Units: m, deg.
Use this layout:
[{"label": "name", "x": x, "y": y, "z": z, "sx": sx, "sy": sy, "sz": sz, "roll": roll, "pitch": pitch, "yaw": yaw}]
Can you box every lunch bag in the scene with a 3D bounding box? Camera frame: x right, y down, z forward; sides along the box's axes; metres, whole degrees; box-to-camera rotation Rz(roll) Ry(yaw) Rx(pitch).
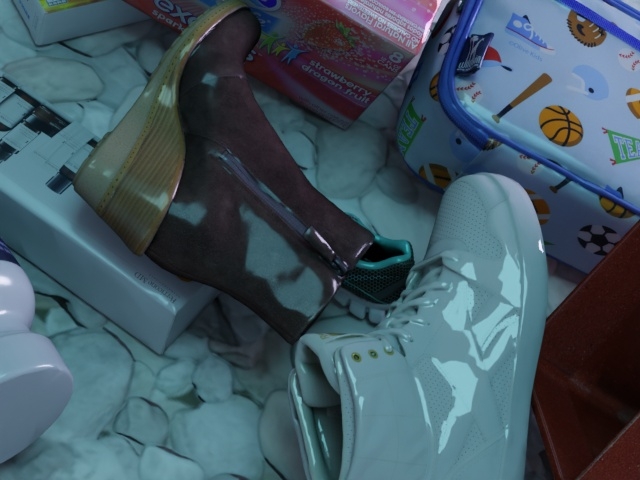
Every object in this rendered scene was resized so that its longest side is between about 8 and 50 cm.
[{"label": "lunch bag", "x": 0.216, "y": -0.106, "z": 1.647, "sx": 0.303, "sy": 0.115, "sz": 0.243, "roll": 31, "pitch": 53, "yaw": -8}]

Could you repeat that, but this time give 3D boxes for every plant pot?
[{"label": "plant pot", "x": 0.327, "y": 0.103, "z": 1.425, "sx": 0.235, "sy": 0.267, "sz": 0.267, "roll": 40, "pitch": 13, "yaw": -12}]

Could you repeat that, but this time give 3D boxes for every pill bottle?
[{"label": "pill bottle", "x": -0.291, "y": 0.029, "z": 1.378, "sx": 0.153, "sy": 0.153, "sz": 0.265, "roll": -25, "pitch": 65, "yaw": -32}]

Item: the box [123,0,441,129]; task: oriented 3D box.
[{"label": "box", "x": -0.052, "y": -0.243, "z": 1.616, "sx": 0.300, "sy": 0.154, "sz": 0.142, "roll": 30, "pitch": 60, "yaw": -10}]

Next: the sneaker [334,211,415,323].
[{"label": "sneaker", "x": 0.000, "y": 0.000, "z": 1.543, "sx": 0.166, "sy": 0.076, "sz": 0.065, "roll": 20, "pitch": 49, "yaw": -2}]

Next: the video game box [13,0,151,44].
[{"label": "video game box", "x": -0.186, "y": -0.268, "z": 1.708, "sx": 0.205, "sy": 0.048, "sz": 0.187, "roll": -18, "pitch": 60, "yaw": -29}]

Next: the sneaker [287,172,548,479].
[{"label": "sneaker", "x": 0.066, "y": 0.066, "z": 1.441, "sx": 0.169, "sy": 0.108, "sz": 0.293, "roll": 18, "pitch": 63, "yaw": -27}]

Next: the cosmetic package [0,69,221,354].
[{"label": "cosmetic package", "x": -0.182, "y": -0.024, "z": 1.513, "sx": 0.239, "sy": 0.060, "sz": 0.099, "roll": 34, "pitch": 52, "yaw": 9}]

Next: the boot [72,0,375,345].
[{"label": "boot", "x": -0.049, "y": -0.054, "z": 1.501, "sx": 0.207, "sy": 0.090, "sz": 0.248, "roll": 33, "pitch": 51, "yaw": -1}]
